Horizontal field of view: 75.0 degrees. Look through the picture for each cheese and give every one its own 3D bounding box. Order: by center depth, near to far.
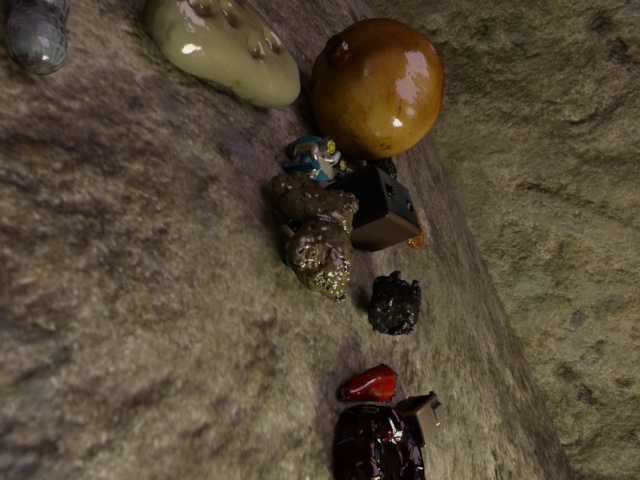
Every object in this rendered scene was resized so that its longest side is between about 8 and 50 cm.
[{"bbox_3d":[-0.192,-0.394,0.859,0.351,0.129,0.329,51,30,-24],"label":"cheese"}]

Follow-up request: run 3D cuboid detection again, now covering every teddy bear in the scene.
[{"bbox_3d":[0.000,0.000,0.874,0.267,0.156,0.256,46,36,-35],"label":"teddy bear"}]

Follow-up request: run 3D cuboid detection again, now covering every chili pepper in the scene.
[{"bbox_3d":[0.095,0.321,0.905,0.168,0.064,0.088,12,85,-49],"label":"chili pepper"}]

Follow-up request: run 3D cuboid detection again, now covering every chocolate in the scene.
[{"bbox_3d":[-0.369,-0.292,0.547,0.072,0.072,0.167,17,56,-55],"label":"chocolate"}]

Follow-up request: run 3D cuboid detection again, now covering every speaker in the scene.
[{"bbox_3d":[0.144,-0.078,1.133,0.230,0.192,0.153,20,52,-55],"label":"speaker"}]

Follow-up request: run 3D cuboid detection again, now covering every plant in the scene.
[{"bbox_3d":[0.196,0.164,1.092,0.203,0.131,0.143,-60,152,-66],"label":"plant"}]

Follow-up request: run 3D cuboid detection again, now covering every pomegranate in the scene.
[{"bbox_3d":[0.147,-0.443,1.233,0.416,0.416,0.417,39,39,-40],"label":"pomegranate"}]

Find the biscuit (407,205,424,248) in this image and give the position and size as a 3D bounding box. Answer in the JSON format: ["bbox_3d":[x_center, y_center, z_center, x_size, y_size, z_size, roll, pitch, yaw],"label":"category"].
[{"bbox_3d":[0.350,-0.087,1.652,0.254,0.035,0.254,38,39,-40],"label":"biscuit"}]

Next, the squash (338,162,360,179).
[{"bbox_3d":[0.112,-0.189,1.291,0.252,0.066,0.066,20,53,-52],"label":"squash"}]

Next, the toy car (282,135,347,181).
[{"bbox_3d":[-0.011,-0.182,1.047,0.161,0.126,0.098,48,54,-48],"label":"toy car"}]

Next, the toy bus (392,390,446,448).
[{"bbox_3d":[0.232,0.428,0.999,0.182,0.103,0.092,8,63,-58],"label":"toy bus"}]

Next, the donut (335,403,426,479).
[{"bbox_3d":[0.126,0.436,0.821,0.235,0.089,0.235,34,40,-34],"label":"donut"}]

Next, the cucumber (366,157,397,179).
[{"bbox_3d":[0.191,-0.293,1.421,0.096,0.096,0.360,41,29,-38],"label":"cucumber"}]
